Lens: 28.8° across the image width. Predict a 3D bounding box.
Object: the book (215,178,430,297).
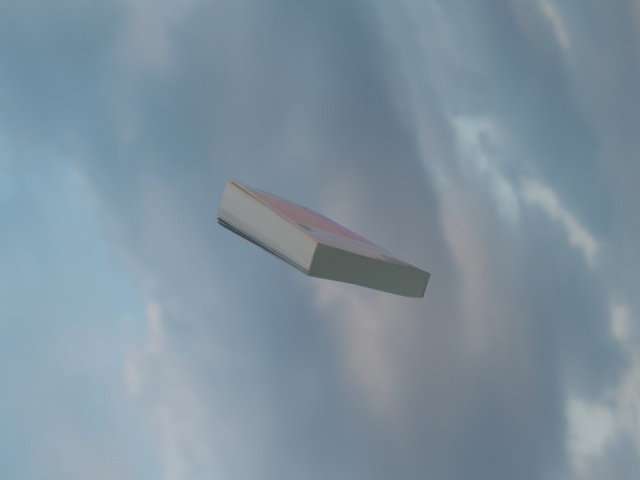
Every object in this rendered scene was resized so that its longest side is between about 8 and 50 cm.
[{"bbox_3d":[0.000,0.000,0.883,0.096,0.144,0.035,14,-81,-32],"label":"book"}]
